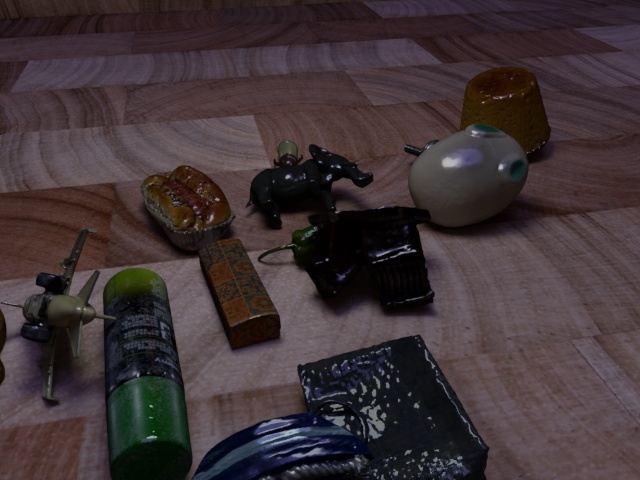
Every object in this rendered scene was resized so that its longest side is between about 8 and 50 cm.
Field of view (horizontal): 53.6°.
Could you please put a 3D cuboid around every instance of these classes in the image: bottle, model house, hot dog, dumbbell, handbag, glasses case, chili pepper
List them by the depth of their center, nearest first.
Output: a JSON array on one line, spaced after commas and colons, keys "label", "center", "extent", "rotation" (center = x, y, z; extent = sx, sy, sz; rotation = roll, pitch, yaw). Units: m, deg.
[{"label": "handbag", "center": [0.077, 0.219, 0.720], "extent": [0.175, 0.088, 0.270], "rotation": [-17, 38, -7]}, {"label": "bottle", "center": [-0.224, 0.158, 0.799], "extent": [0.093, 0.093, 0.330], "rotation": [-9, 33, -14]}, {"label": "glasses case", "center": [-0.129, 0.073, 0.978], "extent": [0.075, 0.049, 0.218], "rotation": [-11, 33, -17]}, {"label": "model house", "center": [0.078, 0.029, 0.995], "extent": [0.203, 0.164, 0.141], "rotation": [-3, -6, 5]}, {"label": "chili pepper", "center": [0.001, 0.003, 1.079], "extent": [0.204, 0.073, 0.072], "rotation": [-17, 49, -22]}, {"label": "hot dog", "center": [-0.249, -0.070, 1.186], "extent": [0.144, 0.075, 0.268], "rotation": [-19, 34, -24]}, {"label": "dumbbell", "center": [0.279, -0.157, 1.318], "extent": [0.254, 0.081, 0.082], "rotation": [27, 41, 36]}, {"label": "bottle", "center": [-0.072, -0.177, 1.391], "extent": [0.063, 0.047, 0.101], "rotation": [-32, 32, 18]}]

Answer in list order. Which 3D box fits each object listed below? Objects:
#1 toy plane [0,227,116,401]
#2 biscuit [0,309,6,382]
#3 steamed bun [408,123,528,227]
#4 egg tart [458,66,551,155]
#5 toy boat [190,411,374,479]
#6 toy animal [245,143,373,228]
[{"label": "toy plane", "center": [-0.360, 0.095, 0.859], "extent": [0.244, 0.228, 0.092], "rotation": [-3, -17, 46]}, {"label": "biscuit", "center": [-0.571, 0.158, 0.849], "extent": [0.273, 0.049, 0.257], "rotation": [-14, 35, -19]}, {"label": "steamed bun", "center": [0.277, -0.127, 1.167], "extent": [0.228, 0.130, 0.177], "rotation": [-20, 67, -9]}, {"label": "egg tart", "center": [0.412, -0.286, 1.446], "extent": [0.215, 0.170, 0.215], "rotation": [-11, 39, 9]}, {"label": "toy boat", "center": [-0.024, 0.310, 0.585], "extent": [0.221, 0.067, 0.291], "rotation": [-20, 49, -5]}, {"label": "toy animal", "center": [-0.025, -0.111, 1.213], "extent": [0.245, 0.114, 0.146], "rotation": [-5, 33, -8]}]
